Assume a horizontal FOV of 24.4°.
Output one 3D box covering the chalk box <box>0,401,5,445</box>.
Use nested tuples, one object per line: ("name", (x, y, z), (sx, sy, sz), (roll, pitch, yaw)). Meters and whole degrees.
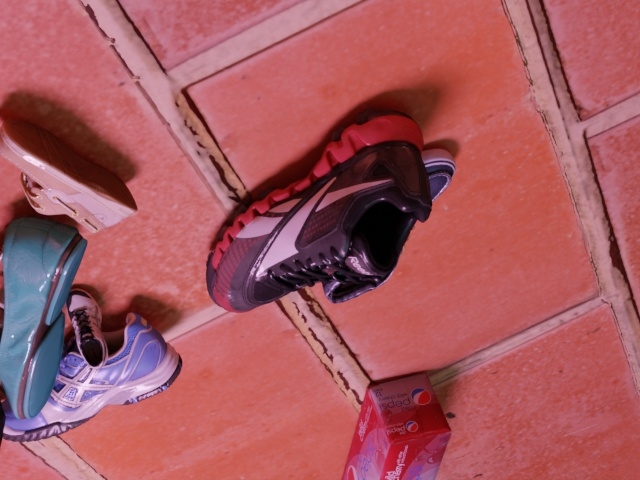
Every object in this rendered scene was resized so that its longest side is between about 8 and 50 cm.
("chalk box", (-0.401, 0.145, 1.317), (0.179, 0.180, 0.289), (3, 140, 1))

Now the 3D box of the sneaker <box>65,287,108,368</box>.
("sneaker", (-0.228, 0.087, 1.459), (0.031, 0.083, 0.037), (-20, -174, -4))

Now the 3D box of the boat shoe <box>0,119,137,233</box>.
("boat shoe", (-0.231, -0.048, 1.300), (0.059, 0.063, 0.170), (-40, 142, 12))

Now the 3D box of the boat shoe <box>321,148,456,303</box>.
("boat shoe", (0.070, -0.011, 1.488), (0.183, 0.083, 0.065), (-36, 142, 16))

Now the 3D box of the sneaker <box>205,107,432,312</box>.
("sneaker", (0.000, 0.000, 1.424), (0.276, 0.135, 0.097), (-38, 143, 22))

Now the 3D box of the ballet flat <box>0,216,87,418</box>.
("ballet flat", (-0.284, 0.068, 1.412), (0.087, 0.083, 0.247), (25, 131, 5))

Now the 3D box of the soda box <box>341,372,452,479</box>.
("soda box", (0.089, 0.283, 1.860), (0.083, 0.092, 0.263), (-9, 142, -16))

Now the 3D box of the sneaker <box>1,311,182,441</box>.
("sneaker", (-0.251, 0.139, 1.529), (0.211, 0.080, 0.081), (-25, 119, 6))
